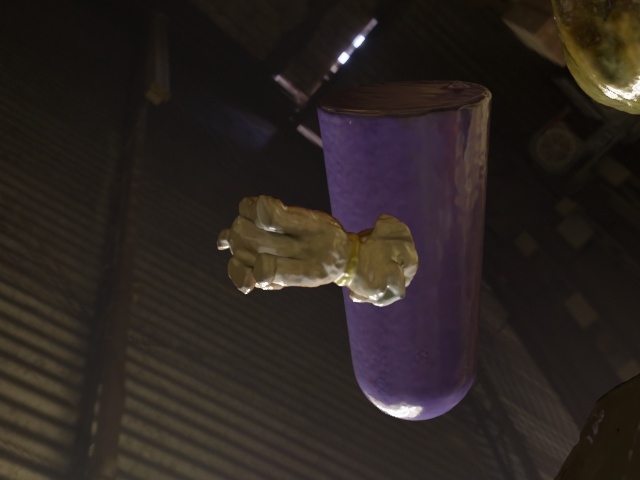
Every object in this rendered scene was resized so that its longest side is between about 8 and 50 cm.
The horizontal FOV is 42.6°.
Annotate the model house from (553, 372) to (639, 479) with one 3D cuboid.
[{"bbox_3d":[0.452,0.336,1.010,0.282,0.297,0.317,14,-113,-21],"label":"model house"}]

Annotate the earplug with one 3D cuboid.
[{"bbox_3d":[0.116,0.026,1.084,0.215,0.456,0.215,-4,-160,1],"label":"earplug"}]

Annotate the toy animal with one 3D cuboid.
[{"bbox_3d":[-0.002,0.010,0.852,0.185,0.104,0.184,2,-179,-23],"label":"toy animal"}]

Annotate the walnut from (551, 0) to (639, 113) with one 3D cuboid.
[{"bbox_3d":[0.325,-0.250,0.752,0.283,0.283,0.227,38,166,-15],"label":"walnut"}]
